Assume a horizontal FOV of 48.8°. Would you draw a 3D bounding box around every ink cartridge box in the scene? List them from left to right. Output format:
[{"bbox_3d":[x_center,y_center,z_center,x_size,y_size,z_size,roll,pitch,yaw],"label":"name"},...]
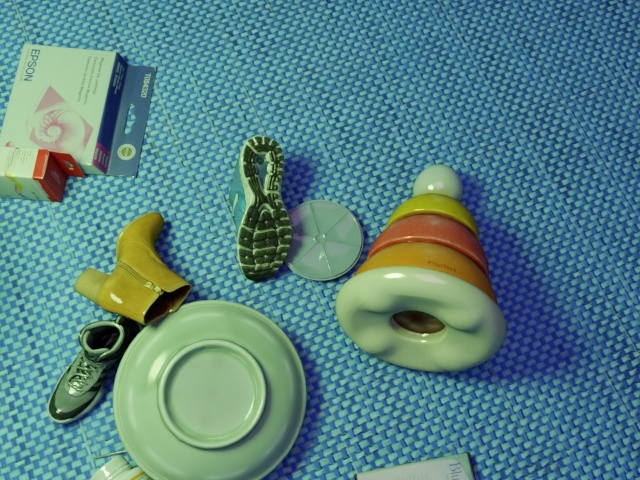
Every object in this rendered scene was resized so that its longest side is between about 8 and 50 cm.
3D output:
[{"bbox_3d":[-0.686,-0.154,1.645,0.231,0.134,0.077,4,70,1],"label":"ink cartridge box"},{"bbox_3d":[-0.600,-0.324,1.745,0.330,0.071,0.323,4,70,1],"label":"ink cartridge box"}]

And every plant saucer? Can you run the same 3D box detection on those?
[{"bbox_3d":[-0.219,0.312,1.435,0.401,0.100,0.400,3,75,-10],"label":"plant saucer"}]

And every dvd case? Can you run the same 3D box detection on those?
[{"bbox_3d":[0.211,0.557,1.474,0.253,0.022,0.180,-9,71,-5],"label":"dvd case"}]

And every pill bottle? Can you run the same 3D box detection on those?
[{"bbox_3d":[-0.366,0.540,1.415,0.117,0.117,0.215,-41,76,-14],"label":"pill bottle"}]

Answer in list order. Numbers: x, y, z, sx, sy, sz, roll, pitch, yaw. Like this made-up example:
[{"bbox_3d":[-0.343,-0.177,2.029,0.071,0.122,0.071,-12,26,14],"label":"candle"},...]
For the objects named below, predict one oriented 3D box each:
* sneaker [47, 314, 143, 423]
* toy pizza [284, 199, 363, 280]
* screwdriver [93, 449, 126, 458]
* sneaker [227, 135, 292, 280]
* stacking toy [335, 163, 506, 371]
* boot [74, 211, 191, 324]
[{"bbox_3d":[-0.492,0.262,1.492,0.101,0.153,0.268,34,73,10],"label":"sneaker"},{"bbox_3d":[0.000,0.000,1.663,0.202,0.032,0.201,0,71,0],"label":"toy pizza"},{"bbox_3d":[-0.400,0.448,1.502,0.170,0.024,0.025,-17,100,-1],"label":"screwdriver"},{"bbox_3d":[-0.144,-0.071,1.644,0.130,0.147,0.329,2,88,-19],"label":"sneaker"},{"bbox_3d":[0.250,0.017,1.562,0.351,0.350,0.479,15,53,4],"label":"stacking toy"},{"bbox_3d":[-0.365,0.062,1.542,0.211,0.104,0.295,19,44,19],"label":"boot"}]
